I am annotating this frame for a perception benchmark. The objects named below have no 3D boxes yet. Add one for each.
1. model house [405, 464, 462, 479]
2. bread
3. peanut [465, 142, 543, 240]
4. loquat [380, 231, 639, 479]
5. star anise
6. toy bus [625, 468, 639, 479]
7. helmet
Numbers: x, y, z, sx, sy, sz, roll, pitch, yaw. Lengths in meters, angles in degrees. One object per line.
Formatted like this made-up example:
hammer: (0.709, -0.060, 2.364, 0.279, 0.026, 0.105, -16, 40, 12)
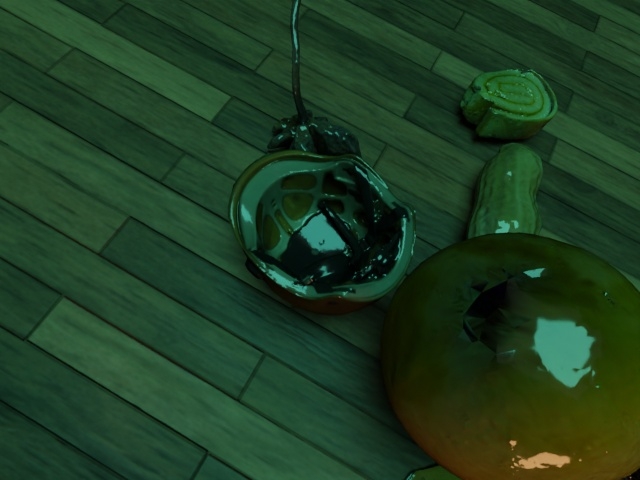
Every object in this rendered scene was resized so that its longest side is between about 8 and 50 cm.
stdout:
model house: (0.155, 0.335, 0.401, 0.207, 0.136, 0.220, -2, 68, -9)
bread: (0.309, -0.225, 0.700, 0.156, 0.064, 0.118, -3, 64, -9)
peanut: (0.271, -0.055, 0.608, 0.098, 0.090, 0.215, 15, 66, 11)
loquat: (0.193, 0.118, 0.430, 0.262, 0.263, 0.263, 3, 67, -8)
star anise: (-0.001, -0.217, 0.573, 0.148, 0.227, 0.219, 3, 56, -1)
toy bus: (0.408, 0.227, 0.500, 0.133, 0.116, 0.234, -29, 76, -19)
helmet: (0.000, 0.000, 0.521, 0.224, 0.130, 0.198, 34, 61, 19)
